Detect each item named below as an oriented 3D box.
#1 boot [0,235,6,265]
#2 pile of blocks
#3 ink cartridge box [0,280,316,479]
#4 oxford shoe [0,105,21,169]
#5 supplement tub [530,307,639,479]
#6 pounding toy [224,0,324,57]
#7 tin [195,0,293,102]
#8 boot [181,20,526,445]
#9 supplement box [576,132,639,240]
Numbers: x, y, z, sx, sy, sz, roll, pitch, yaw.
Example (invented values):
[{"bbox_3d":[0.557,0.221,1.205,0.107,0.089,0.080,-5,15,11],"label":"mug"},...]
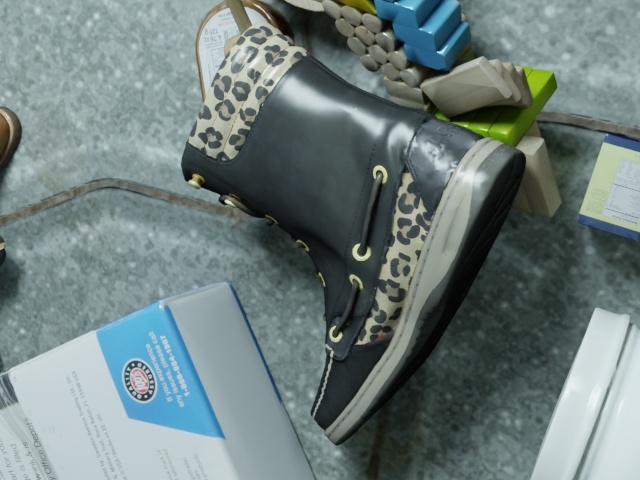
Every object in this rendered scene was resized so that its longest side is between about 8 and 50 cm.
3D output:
[{"bbox_3d":[-0.421,0.093,1.141,0.198,0.077,0.137,-35,89,34],"label":"boot"},{"bbox_3d":[0.113,-0.183,0.812,0.362,0.113,0.149,46,156,-21],"label":"pile of blocks"},{"bbox_3d":[-0.239,0.253,1.035,0.395,0.166,0.285,-24,88,21],"label":"ink cartridge box"},{"bbox_3d":[-0.437,-0.065,1.119,0.076,0.076,0.212,28,108,14],"label":"oxford shoe"},{"bbox_3d":[0.350,0.200,0.772,0.316,0.228,0.228,21,104,17],"label":"supplement tub"},{"bbox_3d":[-0.017,-0.294,0.869,0.154,0.155,0.269,5,107,12],"label":"pounding toy"},{"bbox_3d":[-0.077,-0.164,0.990,0.106,0.040,0.190,-6,95,26],"label":"tin"},{"bbox_3d":[0.000,0.000,0.896,0.284,0.138,0.377,35,132,15],"label":"boot"},{"bbox_3d":[0.277,-0.051,0.843,0.056,0.083,0.083,19,103,18],"label":"supplement box"}]
